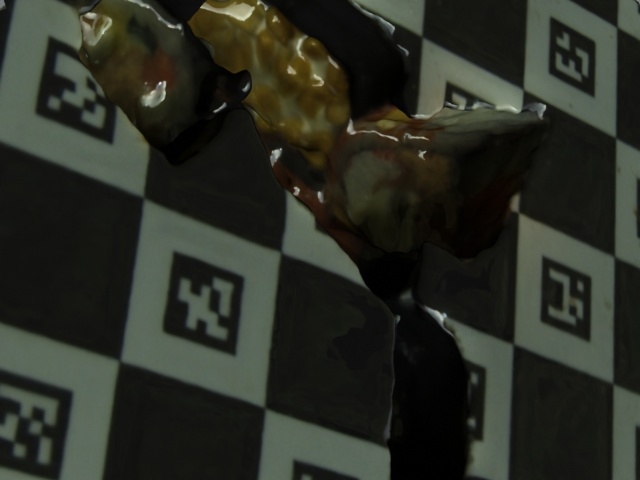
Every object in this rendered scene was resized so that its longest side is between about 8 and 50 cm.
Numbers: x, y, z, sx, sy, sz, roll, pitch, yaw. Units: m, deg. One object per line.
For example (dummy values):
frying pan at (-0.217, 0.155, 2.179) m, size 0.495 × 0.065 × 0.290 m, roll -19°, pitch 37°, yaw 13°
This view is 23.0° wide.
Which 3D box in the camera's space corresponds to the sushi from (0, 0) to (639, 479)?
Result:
sushi at (0.000, 0.000, 0.650) m, size 0.343 × 0.359 × 0.064 m, roll 22°, pitch 151°, yaw -33°

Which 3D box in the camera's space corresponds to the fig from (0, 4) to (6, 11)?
fig at (-0.116, -0.012, 0.874) m, size 0.239 × 0.271 × 0.239 m, roll 38°, pitch -176°, yaw -3°
